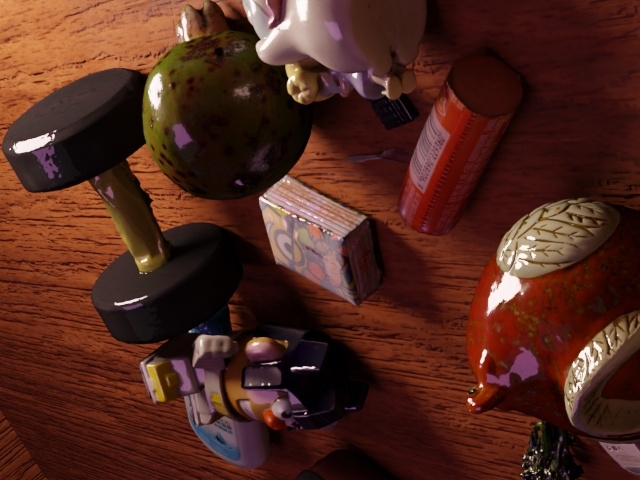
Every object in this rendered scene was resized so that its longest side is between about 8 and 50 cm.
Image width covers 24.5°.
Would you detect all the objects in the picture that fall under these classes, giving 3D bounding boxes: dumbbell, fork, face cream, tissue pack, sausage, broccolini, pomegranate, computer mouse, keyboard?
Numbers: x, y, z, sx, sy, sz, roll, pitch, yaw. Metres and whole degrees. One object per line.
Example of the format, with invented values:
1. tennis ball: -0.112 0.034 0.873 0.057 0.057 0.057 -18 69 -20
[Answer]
1. dumbbell: -0.255 -0.042 1.926 0.204 0.204 0.322 9 132 53
2. fork: 0.059 -0.090 1.598 0.012 0.016 0.115 53 156 -23
3. face cream: -0.150 0.207 2.208 0.163 0.080 0.336 33 149 28
4. tissue pack: 0.000 0.000 1.747 0.148 0.060 0.108 28 146 38
5. sausage: 0.127 -0.077 1.448 0.074 0.074 0.274 43 152 14
6. broccolini: 0.264 0.193 1.622 0.074 0.058 0.201 20 126 23
7. pomegranate: -0.107 -0.158 1.606 0.202 0.202 0.248 103 152 -57
8. computer mouse: 0.320 0.200 1.534 0.096 0.039 0.066 51 154 -17
9. keyboard: 0.029 -0.197 1.508 0.195 0.018 0.060 55 155 -7

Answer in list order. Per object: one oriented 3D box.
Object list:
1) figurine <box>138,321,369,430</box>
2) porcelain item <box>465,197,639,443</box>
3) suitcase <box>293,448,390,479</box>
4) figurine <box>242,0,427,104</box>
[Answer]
1. figurine: -0.079 0.182 1.962 0.308 0.308 0.143 -16 73 61
2. porcelain item: 0.229 0.094 1.333 0.253 0.253 0.253 37 150 26
3. suitcase: 0.056 0.464 2.123 0.236 0.161 0.297 35 148 28
4. figurine: -0.011 -0.216 1.422 0.235 0.127 0.155 13 136 49
